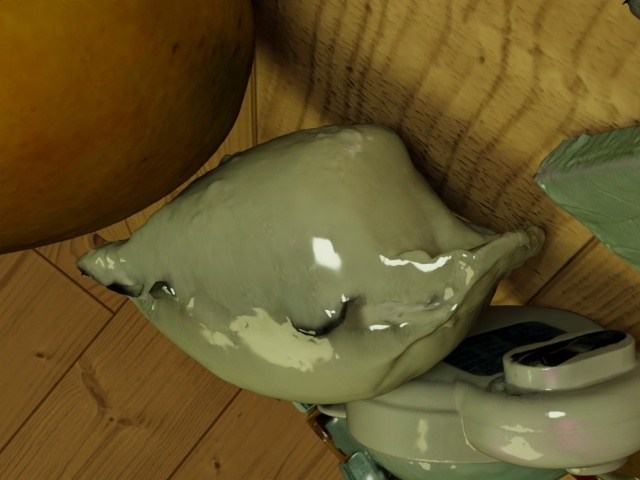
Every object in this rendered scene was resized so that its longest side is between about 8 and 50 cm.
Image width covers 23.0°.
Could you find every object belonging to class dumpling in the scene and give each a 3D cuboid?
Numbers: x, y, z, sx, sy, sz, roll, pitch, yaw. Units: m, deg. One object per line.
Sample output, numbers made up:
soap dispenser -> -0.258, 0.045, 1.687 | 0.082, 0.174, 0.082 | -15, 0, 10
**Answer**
dumpling -> 0.002, -0.005, 0.960 | 0.243, 0.175, 0.227 | 32, -152, 14

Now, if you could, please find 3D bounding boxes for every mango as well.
mango -> -0.185, -0.099, 0.854 | 0.445, 0.300, 0.232 | 85, 168, -82

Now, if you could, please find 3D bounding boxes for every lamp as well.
lamp -> 0.117, 0.107, 0.994 | 0.246, 0.179, 0.108 | 6, 111, 61

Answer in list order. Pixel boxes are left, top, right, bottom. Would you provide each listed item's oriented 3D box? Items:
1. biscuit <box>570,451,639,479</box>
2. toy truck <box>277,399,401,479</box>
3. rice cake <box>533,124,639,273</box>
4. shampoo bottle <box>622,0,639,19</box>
biscuit -> 0.260, 0.213, 1.261 | 0.283, 0.064, 0.432 | 30, 167, 41
toy truck -> 0.032, 0.088, 1.250 | 0.338, 0.133, 0.184 | 52, -177, -32
rice cake -> 0.196, 0.010, 0.688 | 0.189, 0.037, 0.198 | 40, 170, -2
shampoo bottle -> 0.190, -0.031, 0.444 | 0.214, 0.072, 0.072 | 37, 170, 7
